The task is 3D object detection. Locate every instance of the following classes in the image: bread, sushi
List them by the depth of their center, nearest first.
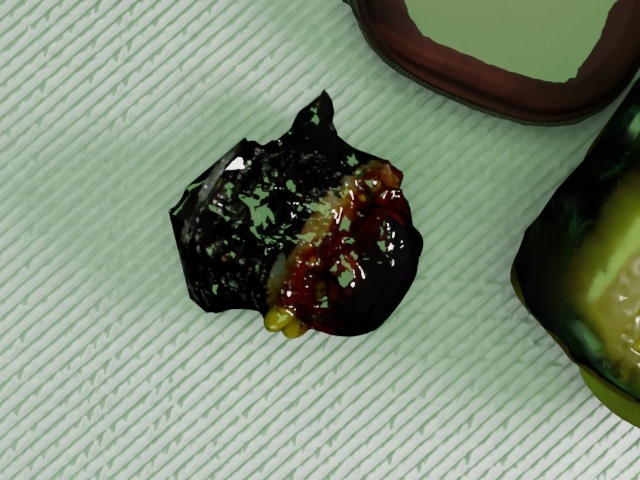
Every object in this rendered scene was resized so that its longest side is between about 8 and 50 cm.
[{"bbox_3d":[0.319,-0.032,0.857,0.251,0.208,0.376,34,88,-6],"label":"bread"},{"bbox_3d":[0.000,0.000,0.881,0.150,0.153,0.172,38,67,21],"label":"sushi"}]

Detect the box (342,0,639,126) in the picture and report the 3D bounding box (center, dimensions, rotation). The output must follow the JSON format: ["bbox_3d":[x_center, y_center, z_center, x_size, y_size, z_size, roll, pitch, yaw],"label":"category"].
[{"bbox_3d":[0.194,-0.298,0.913,0.263,0.108,0.403,24,89,1],"label":"box"}]
